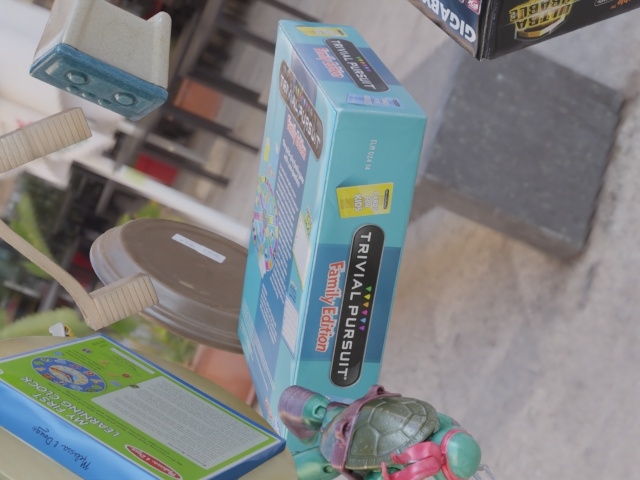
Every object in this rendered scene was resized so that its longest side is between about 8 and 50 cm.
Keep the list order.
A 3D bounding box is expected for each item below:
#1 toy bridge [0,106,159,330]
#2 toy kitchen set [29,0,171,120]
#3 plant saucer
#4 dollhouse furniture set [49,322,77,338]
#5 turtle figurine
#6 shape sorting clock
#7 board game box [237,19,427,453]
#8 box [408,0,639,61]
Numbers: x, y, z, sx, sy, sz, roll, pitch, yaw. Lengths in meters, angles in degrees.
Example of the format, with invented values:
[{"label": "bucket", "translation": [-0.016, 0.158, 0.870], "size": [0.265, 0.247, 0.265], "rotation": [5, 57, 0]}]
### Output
[{"label": "toy bridge", "translation": [-0.138, -0.044, 0.597], "size": [0.026, 0.063, 0.188], "rotation": [14, 127, 67]}, {"label": "toy kitchen set", "translation": [-0.225, -0.095, 0.865], "size": [0.207, 0.166, 0.122], "rotation": [-20, 56, 49]}, {"label": "plant saucer", "translation": [-0.140, 0.047, 1.555], "size": [0.278, 0.278, 0.041], "rotation": [-104, 36, -67]}, {"label": "dollhouse furniture set", "translation": [-0.210, 0.142, 1.236], "size": [0.076, 0.059, 0.151], "rotation": [65, -176, -51]}, {"label": "turtle figurine", "translation": [0.047, 0.162, 0.934], "size": [0.234, 0.175, 0.118], "rotation": [2, 112, 43]}, {"label": "shape sorting clock", "translation": [-0.112, 0.111, 0.737], "size": [0.206, 0.206, 0.040], "rotation": [-113, 45, -71]}, {"label": "board game box", "translation": [0.000, 0.000, 1.170], "size": [0.254, 0.079, 0.336], "rotation": [-116, 32, -62]}, {"label": "box", "translation": [0.129, -0.193, 0.730], "size": [0.175, 0.220, 0.051], "rotation": [48, 150, 37]}]
